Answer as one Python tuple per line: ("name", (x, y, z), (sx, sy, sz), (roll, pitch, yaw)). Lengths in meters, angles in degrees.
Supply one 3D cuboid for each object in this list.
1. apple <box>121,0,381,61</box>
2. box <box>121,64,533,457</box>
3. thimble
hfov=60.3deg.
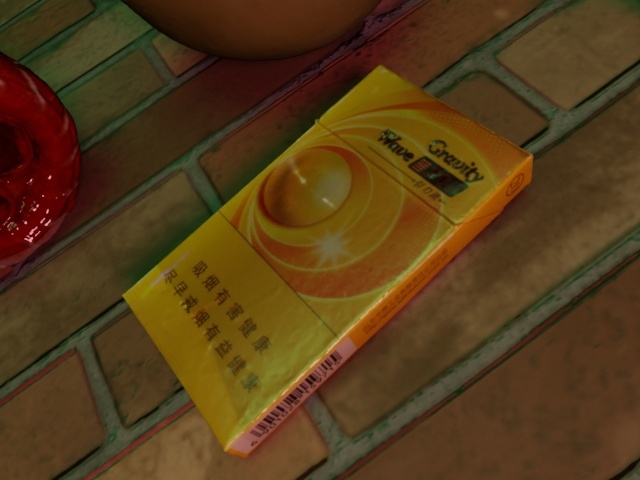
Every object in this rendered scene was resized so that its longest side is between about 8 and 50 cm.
("apple", (-0.050, -0.291, 0.467), (0.257, 0.233, 0.296), (-3, 71, 32))
("box", (0.000, 0.000, 0.394), (0.269, 0.043, 0.152), (-42, 58, -7))
("thimble", (-0.297, -0.075, 0.455), (0.125, 0.190, 0.163), (33, 51, 28))
